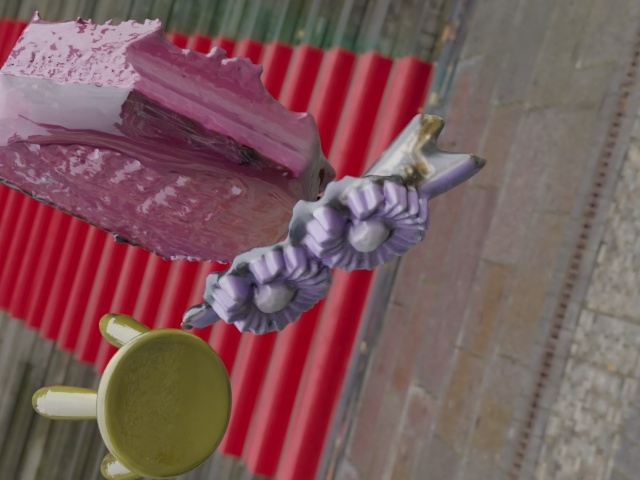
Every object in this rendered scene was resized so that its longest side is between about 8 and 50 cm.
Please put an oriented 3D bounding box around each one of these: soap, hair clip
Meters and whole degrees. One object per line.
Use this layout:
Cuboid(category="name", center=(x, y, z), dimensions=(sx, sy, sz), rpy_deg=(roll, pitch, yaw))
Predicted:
Cuboid(category="soap", center=(-0.152, -0.089, 1.170), dimensions=(0.220, 0.325, 0.127), rpy_deg=(-48, 23, 54))
Cuboid(category="hair clip", center=(0.000, 0.000, 1.002), dimensions=(0.292, 0.106, 0.084), rpy_deg=(-36, 57, 15))

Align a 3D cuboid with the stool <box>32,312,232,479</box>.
Cuboid(category="stool", center=(-0.141, 0.122, 0.943), dimensions=(0.110, 0.135, 0.134), rpy_deg=(-7, 84, 56))
